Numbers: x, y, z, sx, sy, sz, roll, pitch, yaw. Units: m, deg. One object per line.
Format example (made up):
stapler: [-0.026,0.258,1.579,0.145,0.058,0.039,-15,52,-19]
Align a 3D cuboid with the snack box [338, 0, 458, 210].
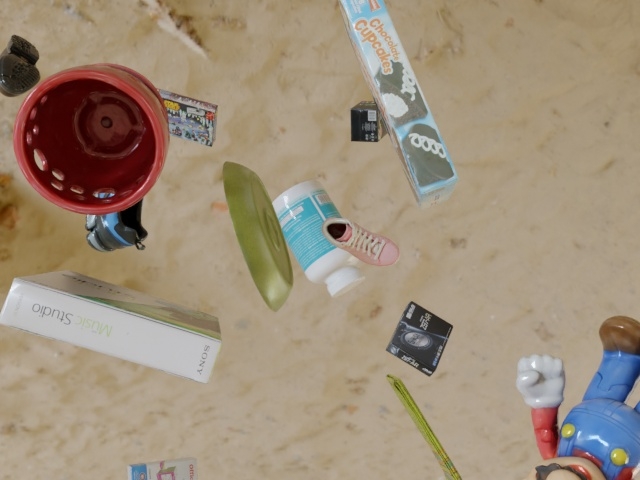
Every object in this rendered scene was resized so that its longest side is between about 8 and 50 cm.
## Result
snack box: [0.113,-0.211,1.185,0.060,0.321,0.187,-22,173,4]

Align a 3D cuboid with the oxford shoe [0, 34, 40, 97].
oxford shoe: [-0.619,-0.328,1.600,0.083,0.227,0.096,35,107,-28]

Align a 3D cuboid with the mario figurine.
mario figurine: [0.285,0.212,0.807,0.170,0.320,0.198,47,155,-14]

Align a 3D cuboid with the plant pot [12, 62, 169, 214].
plant pot: [-0.299,-0.145,1.080,0.191,0.174,0.191,-2,107,-6]

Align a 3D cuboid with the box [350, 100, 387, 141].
box: [0.089,-0.215,1.437,0.052,0.083,0.062,4,110,16]

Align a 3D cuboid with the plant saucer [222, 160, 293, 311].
plant saucer: [-0.088,-0.011,1.208,0.037,0.240,0.241,-18,133,6]

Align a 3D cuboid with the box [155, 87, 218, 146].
box: [-0.278,-0.249,1.617,0.137,0.027,0.094,16,137,3]

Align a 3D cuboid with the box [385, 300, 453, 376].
box: [0.129,0.126,1.028,0.067,0.083,0.018,32,136,2]

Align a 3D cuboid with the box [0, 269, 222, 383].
box: [-0.242,0.099,0.997,0.233,0.322,0.058,18,88,-8]

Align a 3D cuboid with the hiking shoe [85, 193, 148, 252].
hiking shoe: [-0.423,-0.128,1.664,0.132,0.113,0.303,-5,95,28]

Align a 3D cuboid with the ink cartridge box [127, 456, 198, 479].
ink cartridge box: [-0.286,0.449,1.456,0.123,0.088,0.052,-2,168,-23]

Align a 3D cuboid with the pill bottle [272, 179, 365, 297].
pill bottle: [0.000,0.000,1.876,0.146,0.264,0.146,-29,167,-8]

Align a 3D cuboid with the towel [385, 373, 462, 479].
towel: [0.192,0.358,1.491,0.021,0.102,0.237,-31,90,-10]

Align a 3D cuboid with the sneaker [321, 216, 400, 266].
sneaker: [0.061,0.003,1.245,0.134,0.070,0.050,26,91,5]
